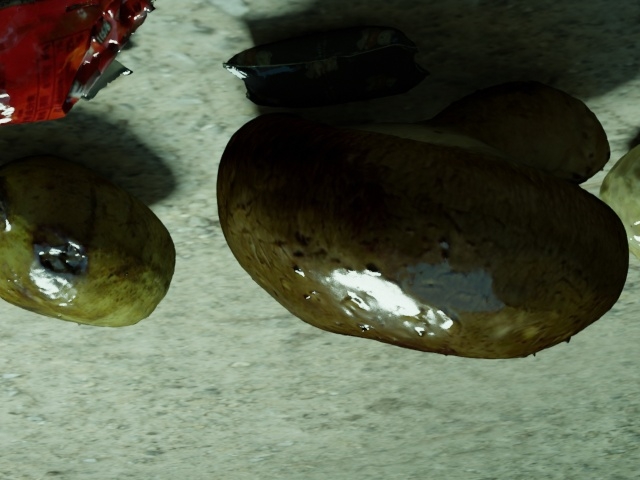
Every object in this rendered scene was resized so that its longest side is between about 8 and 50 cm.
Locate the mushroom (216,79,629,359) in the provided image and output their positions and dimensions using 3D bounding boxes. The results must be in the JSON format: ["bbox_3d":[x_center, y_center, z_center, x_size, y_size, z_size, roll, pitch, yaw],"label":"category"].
[{"bbox_3d":[0.076,-0.009,1.569,0.345,0.239,0.345,-8,166,-2],"label":"mushroom"}]

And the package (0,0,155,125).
[{"bbox_3d":[-0.246,-0.110,1.420,0.269,0.071,0.194,-25,154,-27],"label":"package"}]

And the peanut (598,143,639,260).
[{"bbox_3d":[0.384,-0.053,1.718,0.298,0.120,0.136,-14,-167,15],"label":"peanut"}]

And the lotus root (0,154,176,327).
[{"bbox_3d":[-0.220,0.001,1.678,0.145,0.129,0.260,-7,157,26],"label":"lotus root"}]

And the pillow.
[{"bbox_3d":[0.006,-0.132,1.530,0.150,0.048,0.090,-7,151,9],"label":"pillow"}]
